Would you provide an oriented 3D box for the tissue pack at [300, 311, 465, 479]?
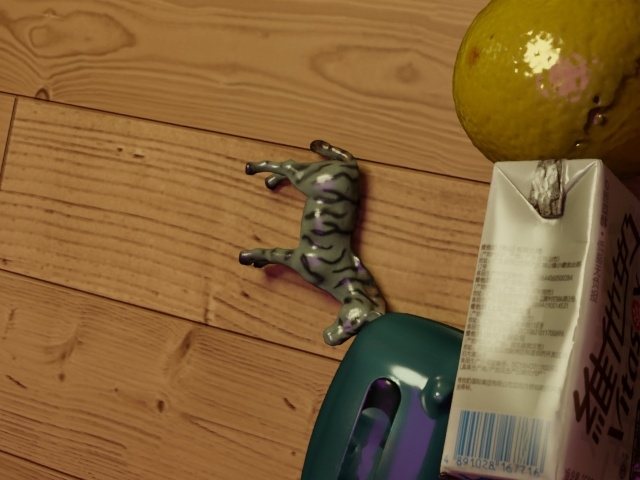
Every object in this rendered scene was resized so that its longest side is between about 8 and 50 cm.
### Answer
[{"bbox_3d":[0.092,0.230,1.290,0.198,0.206,0.287,23,95,25],"label":"tissue pack"}]

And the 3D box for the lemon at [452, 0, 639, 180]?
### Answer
[{"bbox_3d":[0.255,-0.168,1.229,0.253,0.228,0.228,15,93,33],"label":"lemon"}]

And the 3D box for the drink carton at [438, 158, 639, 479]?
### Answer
[{"bbox_3d":[0.241,0.103,1.162,0.132,0.194,0.325,1,72,35],"label":"drink carton"}]

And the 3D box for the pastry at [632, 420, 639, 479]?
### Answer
[{"bbox_3d":[0.292,0.272,1.255,0.182,0.093,0.192,-35,66,18],"label":"pastry"}]

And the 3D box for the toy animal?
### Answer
[{"bbox_3d":[-0.016,0.007,1.422,0.170,0.090,0.255,-14,83,18],"label":"toy animal"}]
